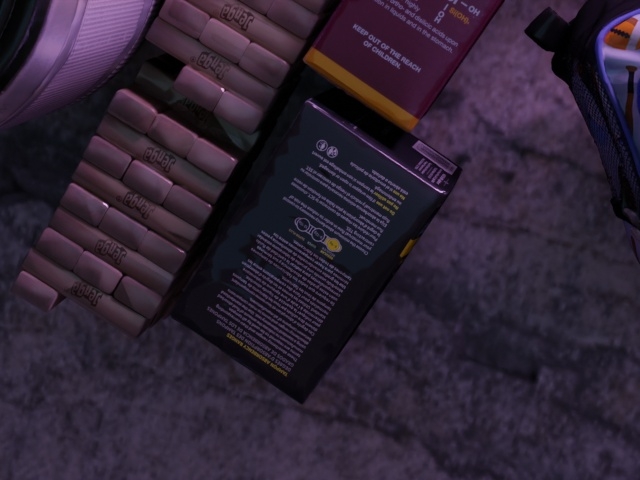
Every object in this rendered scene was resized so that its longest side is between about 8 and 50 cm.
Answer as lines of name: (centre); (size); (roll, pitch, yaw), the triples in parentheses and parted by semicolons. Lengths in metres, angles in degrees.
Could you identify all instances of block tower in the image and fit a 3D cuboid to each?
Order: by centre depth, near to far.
block tower: (-0.071, -0.094, 1.069); (0.097, 0.091, 0.335); (32, 104, 3)

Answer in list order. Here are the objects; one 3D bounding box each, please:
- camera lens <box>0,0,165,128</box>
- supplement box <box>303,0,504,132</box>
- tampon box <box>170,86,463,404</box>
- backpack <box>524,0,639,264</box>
camera lens: (-0.212, -0.171, 0.982); (0.219, 0.274, 0.219); (2, 101, 9)
supplement box: (0.079, -0.168, 1.023); (0.081, 0.104, 0.188); (34, 104, 1)
tampon box: (0.000, 0.000, 1.059); (0.101, 0.120, 0.161); (34, 104, 2)
backpack: (0.291, -0.044, 0.970); (0.277, 0.213, 0.263); (-19, 108, 9)
